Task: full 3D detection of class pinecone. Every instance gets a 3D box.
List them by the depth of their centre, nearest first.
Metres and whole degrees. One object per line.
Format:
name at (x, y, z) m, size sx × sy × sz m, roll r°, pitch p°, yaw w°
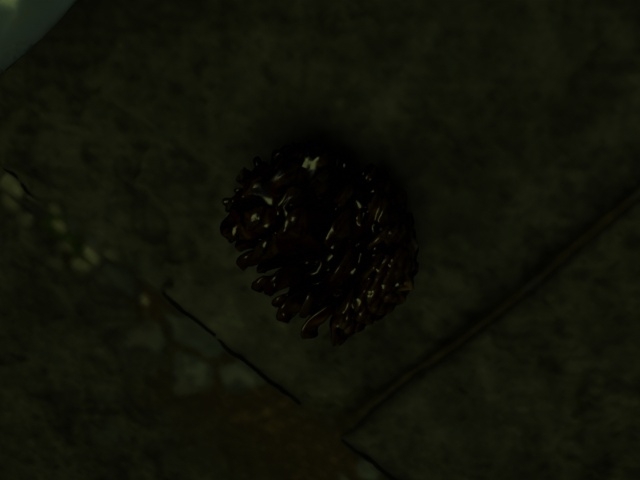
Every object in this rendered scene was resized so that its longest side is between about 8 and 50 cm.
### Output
pinecone at (0.000, 0.000, 0.439) m, size 0.083 × 0.077 × 0.077 m, roll 27°, pitch 123°, yaw 17°

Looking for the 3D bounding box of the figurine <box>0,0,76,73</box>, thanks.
figurine at (-0.183, -0.210, 0.200) m, size 0.276 × 0.248 × 0.388 m, roll 8°, pitch 163°, yaw 28°
